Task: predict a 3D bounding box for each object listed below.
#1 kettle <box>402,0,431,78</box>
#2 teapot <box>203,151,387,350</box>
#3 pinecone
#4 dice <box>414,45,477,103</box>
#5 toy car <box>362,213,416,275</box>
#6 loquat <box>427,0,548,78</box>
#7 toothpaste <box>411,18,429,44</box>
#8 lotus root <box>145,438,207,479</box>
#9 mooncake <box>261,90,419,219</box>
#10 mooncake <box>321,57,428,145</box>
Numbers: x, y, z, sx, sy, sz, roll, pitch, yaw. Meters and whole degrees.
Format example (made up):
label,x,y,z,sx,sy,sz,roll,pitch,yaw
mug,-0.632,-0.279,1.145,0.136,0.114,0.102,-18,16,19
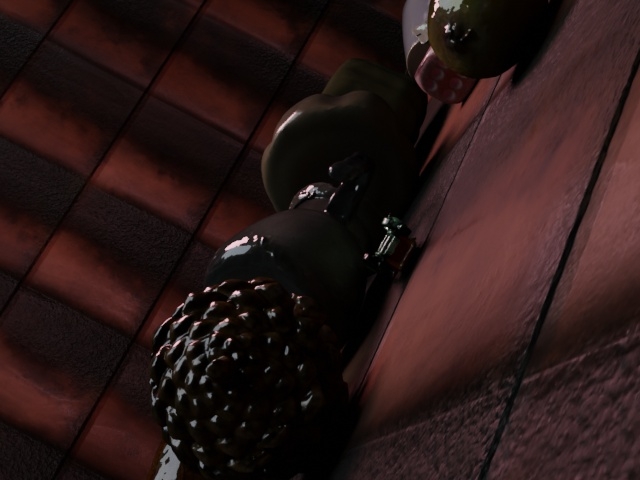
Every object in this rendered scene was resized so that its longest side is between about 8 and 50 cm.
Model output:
label,x,y,z,sx,sy,sz,roll,pitch,yaw
kettle,0.261,-0.423,1.744,0.211,0.160,0.243,-30,27,26
teapot,-0.020,0.001,1.266,0.285,0.224,0.305,-49,-42,-48
pinecone,-0.089,0.167,1.003,0.243,0.244,0.257,-63,8,-19
dice,0.215,-0.288,1.420,0.093,0.094,0.091,-62,3,44
toy car,0.092,0.012,1.134,0.073,0.054,0.143,-61,-5,-2
loquat,0.208,-0.288,1.067,0.195,0.152,0.152,-54,-3,-37
toothpaste,0.273,-0.443,1.624,0.218,0.041,0.064,-33,44,7
lotus root,-0.182,0.373,1.380,0.196,0.179,0.397,-55,8,53
mooncake,0.035,-0.122,1.447,0.275,0.275,0.135,-61,6,25
mooncake,0.083,-0.180,1.676,0.351,0.187,0.351,-61,-12,-22
